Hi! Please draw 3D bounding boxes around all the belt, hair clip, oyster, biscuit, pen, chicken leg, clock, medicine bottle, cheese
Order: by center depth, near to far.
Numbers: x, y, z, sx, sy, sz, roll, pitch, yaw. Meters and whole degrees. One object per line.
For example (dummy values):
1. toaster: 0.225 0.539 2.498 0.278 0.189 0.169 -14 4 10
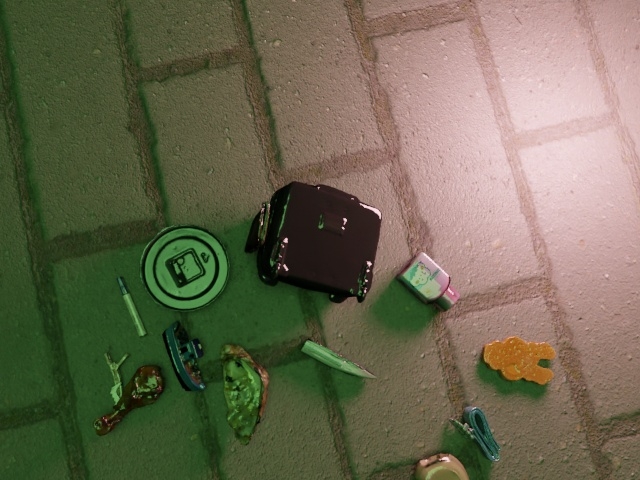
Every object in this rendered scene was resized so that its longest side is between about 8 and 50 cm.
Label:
1. chicken leg: -0.567 0.476 1.600 0.251 0.087 0.107 -42 88 -16
2. cheese: 0.387 0.799 1.630 0.163 0.082 0.286 -13 84 -5
3. hair clip: -0.615 0.452 1.638 0.072 0.034 0.225 -5 83 -8
4. oyster: -0.238 0.468 1.645 0.166 0.094 0.294 6 91 15
5. belt: 0.491 0.613 1.675 0.100 0.065 0.179 -28 84 -17
6. pen: -0.593 0.207 1.681 0.025 0.025 0.204 -25 83 -7
7. clock: -0.423 0.086 1.694 0.281 0.055 0.280 1 81 -4
8. medicine bottle: 0.349 0.137 1.718 0.188 0.094 0.119 42 83 3
9. biscuit: 0.637 0.384 1.732 0.237 0.040 0.143 10 74 -1

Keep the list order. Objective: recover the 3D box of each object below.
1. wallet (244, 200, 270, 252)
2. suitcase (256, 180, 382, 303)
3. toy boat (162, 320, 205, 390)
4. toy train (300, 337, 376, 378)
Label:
1. wallet: -0.192 -0.030 1.628 0.031 0.255 0.137 14 80 -12
2. suitcase: 0.000 0.000 1.638 0.346 0.188 0.339 17 78 -19
3. toy boat: -0.402 0.351 1.635 0.097 0.100 0.223 -23 85 7
4. toy train: 0.058 0.385 1.682 0.252 0.055 0.048 28 81 1
